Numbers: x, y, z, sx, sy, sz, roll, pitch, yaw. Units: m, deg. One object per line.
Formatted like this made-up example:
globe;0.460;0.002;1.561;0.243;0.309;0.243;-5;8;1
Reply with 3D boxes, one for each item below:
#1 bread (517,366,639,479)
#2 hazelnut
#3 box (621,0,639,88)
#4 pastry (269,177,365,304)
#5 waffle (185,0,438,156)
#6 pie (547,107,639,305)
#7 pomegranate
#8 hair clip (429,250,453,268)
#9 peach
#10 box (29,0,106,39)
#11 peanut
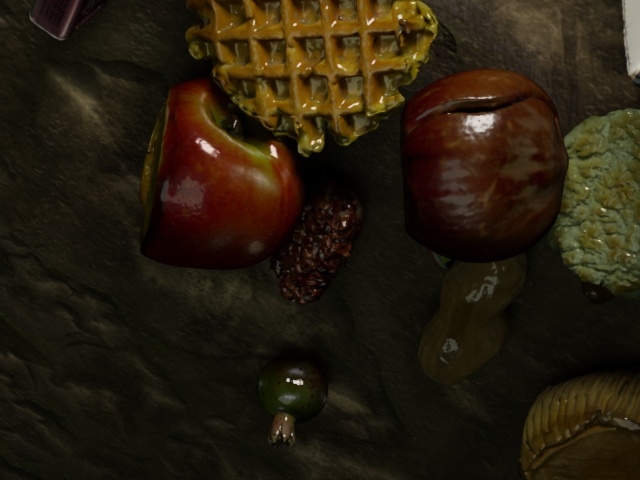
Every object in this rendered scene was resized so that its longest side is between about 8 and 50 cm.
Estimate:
bread;0.406;0.284;2.088;0.253;0.142;0.227;-29;108;38
hazelnut;0.199;-0.093;1.845;0.218;0.218;0.234;1;104;27
box;0.454;-0.301;1.370;0.122;0.344;0.385;40;117;-11
pastry;-0.002;-0.001;2.090;0.115;0.097;0.208;37;134;12
waffle;-0.020;-0.270;1.844;0.325;0.068;0.302;43;119;5
pie;0.401;-0.044;1.846;0.274;0.105;0.257;-8;113;32
pomegranate;-0.048;0.245;2.291;0.114;0.142;0.114;11;154;5
hair clip;0.148;-0.036;2.014;0.033;0.060;0.188;-9;119;12
peach;-0.144;-0.069;2.004;0.245;0.249;0.275;37;139;-2
box;-0.292;-0.369;1.925;0.069;0.120;0.224;36;136;1
peanut;0.207;0.094;2.059;0.101;0.117;0.263;54;143;37
